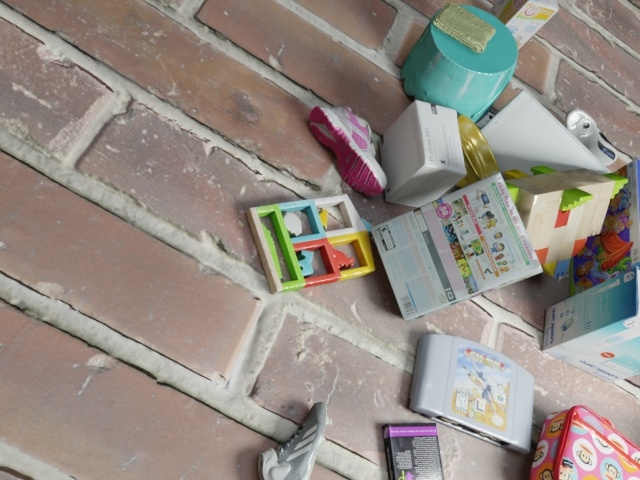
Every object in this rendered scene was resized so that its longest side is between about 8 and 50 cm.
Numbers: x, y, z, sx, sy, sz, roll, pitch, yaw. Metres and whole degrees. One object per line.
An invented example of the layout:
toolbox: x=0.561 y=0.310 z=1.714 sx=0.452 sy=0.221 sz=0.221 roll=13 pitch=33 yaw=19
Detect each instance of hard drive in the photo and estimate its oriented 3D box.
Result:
hard drive: x=0.563 y=-0.217 z=1.773 sx=0.307 sy=0.203 sz=0.040 roll=44 pitch=37 yaw=-1

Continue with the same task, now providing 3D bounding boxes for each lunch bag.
lunch bag: x=0.601 y=0.501 z=1.466 sx=0.293 sy=0.120 sz=0.258 roll=38 pitch=51 yaw=-7

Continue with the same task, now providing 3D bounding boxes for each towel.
towel: x=0.355 y=-0.529 z=1.688 sx=0.148 sy=0.027 sz=0.110 roll=32 pitch=56 yaw=5

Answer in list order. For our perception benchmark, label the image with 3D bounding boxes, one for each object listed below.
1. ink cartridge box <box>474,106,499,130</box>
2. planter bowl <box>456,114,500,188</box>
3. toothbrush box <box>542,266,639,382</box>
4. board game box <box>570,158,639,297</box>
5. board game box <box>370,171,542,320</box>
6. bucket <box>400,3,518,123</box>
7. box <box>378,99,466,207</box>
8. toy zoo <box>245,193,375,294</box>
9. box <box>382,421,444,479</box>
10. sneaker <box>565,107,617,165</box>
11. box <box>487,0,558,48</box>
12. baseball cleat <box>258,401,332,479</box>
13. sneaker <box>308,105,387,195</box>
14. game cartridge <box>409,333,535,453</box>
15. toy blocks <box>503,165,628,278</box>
ink cartridge box: x=0.507 y=-0.287 z=1.873 sx=0.207 sy=0.046 sz=0.097 roll=31 pitch=56 yaw=-10
planter bowl: x=0.363 y=-0.198 z=1.712 sx=0.217 sy=0.090 sz=0.217 roll=36 pitch=40 yaw=-37
toothbrush box: x=0.698 y=0.205 z=1.579 sx=0.216 sy=0.295 sz=0.126 roll=26 pitch=58 yaw=-15
board game box: x=0.751 y=-0.004 z=1.745 sx=0.078 sy=0.233 sz=0.347 roll=23 pitch=58 yaw=-16
board game box: x=0.290 y=0.019 z=1.472 sx=0.097 sy=0.303 sz=0.224 roll=25 pitch=45 yaw=-67
bucket: x=0.365 y=-0.462 z=1.776 sx=0.281 sy=0.183 sz=0.281 roll=7 pitch=60 yaw=-13
box: x=0.235 y=-0.200 z=1.610 sx=0.119 sy=0.182 sz=0.181 roll=8 pitch=63 yaw=-24
toy zoo: x=0.000 y=0.000 z=1.486 sx=0.293 sy=0.030 sz=0.192 roll=-9 pitch=71 yaw=-30
box: x=0.188 y=0.449 z=1.364 sx=0.116 sy=0.029 sz=0.162 roll=6 pitch=63 yaw=-23
sneaker: x=0.766 y=-0.314 z=1.981 sx=0.217 sy=0.079 sz=0.121 roll=41 pitch=23 yaw=-23
box: x=0.578 y=-0.659 z=1.995 sx=0.114 sy=0.203 sz=0.103 roll=6 pitch=64 yaw=-24
baseball cleat: x=-0.051 y=0.381 z=1.251 sx=0.109 sy=0.072 sz=0.206 roll=23 pitch=54 yaw=-8
sneaker: x=0.086 y=-0.223 z=1.595 sx=0.111 sy=0.103 sz=0.252 roll=-29 pitch=82 yaw=-33
game cartridge: x=0.338 y=0.323 z=1.488 sx=0.297 sy=0.062 sz=0.198 roll=24 pitch=62 yaw=-15
toy blocks: x=0.553 y=-0.025 z=1.658 sx=0.381 sy=0.261 sz=0.191 roll=-11 pitch=30 yaw=-31
